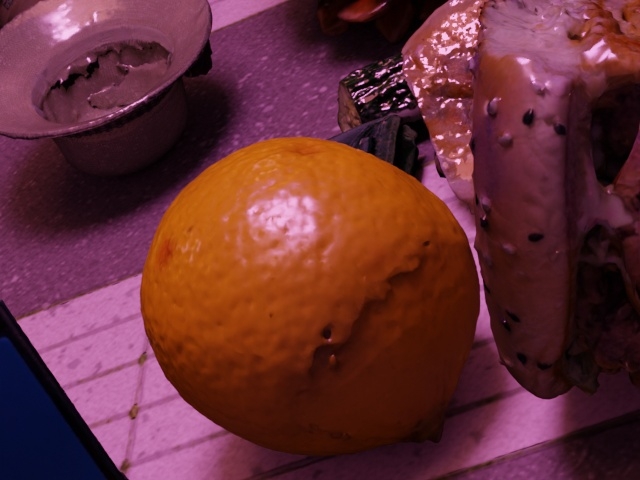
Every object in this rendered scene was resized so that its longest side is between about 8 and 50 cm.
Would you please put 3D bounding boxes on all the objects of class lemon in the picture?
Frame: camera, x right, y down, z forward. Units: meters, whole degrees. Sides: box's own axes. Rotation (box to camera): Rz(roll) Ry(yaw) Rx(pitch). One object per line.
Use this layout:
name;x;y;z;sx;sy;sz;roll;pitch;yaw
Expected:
lemon;-0.015;0.040;1.431;0.253;0.228;0.228;14;51;30

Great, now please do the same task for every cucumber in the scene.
cucumber;0.131;-0.153;1.741;0.265;0.077;0.077;-22;32;10

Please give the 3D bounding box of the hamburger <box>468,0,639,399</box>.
hamburger;0.208;-0.031;1.300;0.195;0.277;0.318;4;15;16

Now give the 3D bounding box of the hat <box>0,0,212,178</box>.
hat;-0.205;-0.138;1.933;0.257;0.130;0.257;-13;40;11

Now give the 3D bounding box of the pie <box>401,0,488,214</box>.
pie;0.164;-0.128;1.636;0.185;0.052;0.218;-27;52;6

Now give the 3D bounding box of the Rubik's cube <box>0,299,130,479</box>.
Rubik's cube;-0.323;0.167;1.496;0.246;0.250;0.248;-42;31;-19

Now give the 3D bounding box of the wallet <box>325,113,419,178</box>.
wallet;-0.001;-0.002;1.655;0.160;0.055;0.236;-22;32;26

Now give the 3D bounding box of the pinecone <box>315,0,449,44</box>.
pinecone;0.045;-0.396;1.883;0.384;0.384;0.384;-22;32;15

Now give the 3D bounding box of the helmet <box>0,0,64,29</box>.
helmet;-0.220;-0.242;2.100;0.257;0.137;0.204;-27;-20;-51
